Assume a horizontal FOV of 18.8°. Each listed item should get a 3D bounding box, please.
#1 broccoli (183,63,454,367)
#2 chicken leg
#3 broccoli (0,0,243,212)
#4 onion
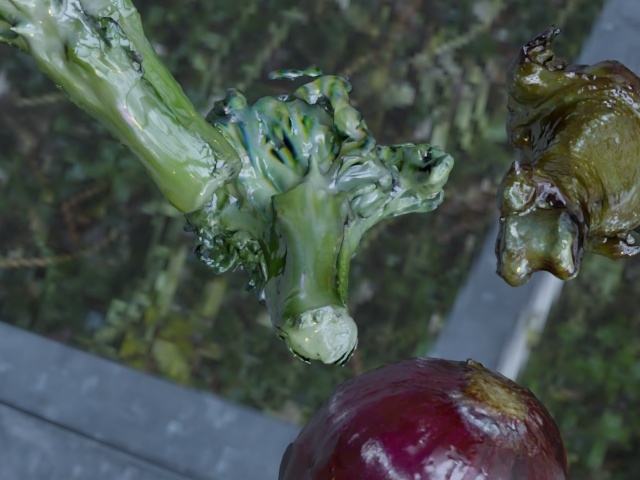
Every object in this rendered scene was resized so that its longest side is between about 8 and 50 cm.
[{"bbox_3d":[0.016,-0.006,1.463,0.199,0.275,0.177,-14,124,-20],"label":"broccoli"},{"bbox_3d":[0.219,-0.081,1.653,0.211,0.140,0.361,65,20,6],"label":"chicken leg"},{"bbox_3d":[-0.172,-0.142,1.362,0.304,0.165,0.145,48,33,-12],"label":"broccoli"},{"bbox_3d":[0.087,0.218,1.657,0.206,0.207,0.216,23,110,-23],"label":"onion"}]
